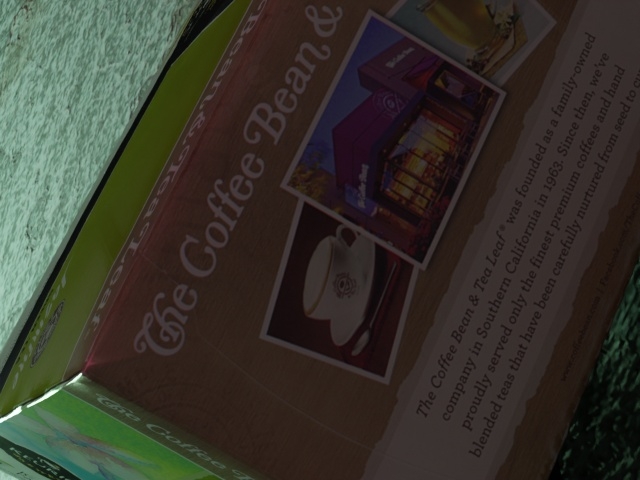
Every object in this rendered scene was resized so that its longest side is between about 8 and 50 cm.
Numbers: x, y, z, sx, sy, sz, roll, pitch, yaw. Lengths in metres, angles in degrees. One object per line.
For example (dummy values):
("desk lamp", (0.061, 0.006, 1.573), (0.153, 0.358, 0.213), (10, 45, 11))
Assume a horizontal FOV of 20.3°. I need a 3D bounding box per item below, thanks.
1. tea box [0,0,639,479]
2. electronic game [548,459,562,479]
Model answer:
("tea box", (0.000, 0.000, 0.943), (0.329, 0.220, 0.323), (-64, 12, -19))
("electronic game", (0.057, 0.189, 1.017), (0.229, 0.048, 0.229), (-38, 40, 41))
